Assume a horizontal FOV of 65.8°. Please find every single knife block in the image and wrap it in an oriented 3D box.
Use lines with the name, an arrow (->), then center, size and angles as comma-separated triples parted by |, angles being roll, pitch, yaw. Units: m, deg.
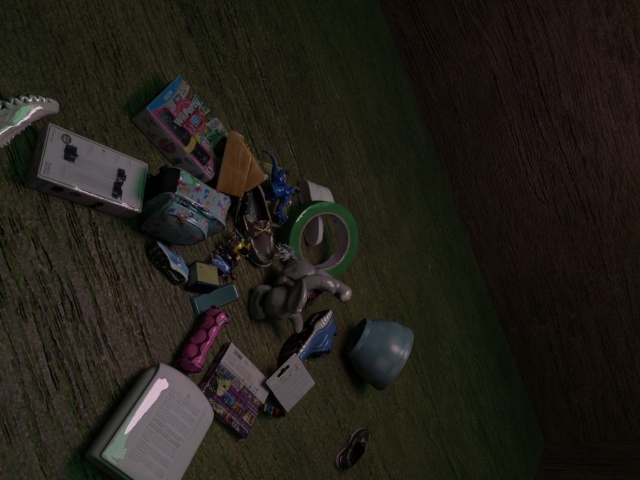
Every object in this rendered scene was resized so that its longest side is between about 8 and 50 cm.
knife block -> -0.316, -0.206, 1.705 | 0.275, 0.242, 0.088 | 59, 3, -7

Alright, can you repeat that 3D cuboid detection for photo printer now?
photo printer -> -0.438, 0.507, 1.336 | 0.256, 0.107, 0.307 | 52, 41, -24

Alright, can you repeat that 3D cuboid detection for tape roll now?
tape roll -> 0.000, 0.000, 1.988 | 0.322, 0.077, 0.320 | -6, 102, -31

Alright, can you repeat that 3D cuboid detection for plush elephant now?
plush elephant -> -0.094, 0.203, 1.769 | 0.330, 0.272, 0.255 | 49, 53, -30

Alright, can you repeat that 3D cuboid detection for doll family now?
doll family -> -0.299, 0.054, 1.708 | 0.193, 0.076, 0.111 | -49, 114, -18

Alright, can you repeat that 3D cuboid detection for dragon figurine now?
dragon figurine -> -0.173, -0.204, 1.891 | 0.144, 0.085, 0.289 | -34, 103, -32

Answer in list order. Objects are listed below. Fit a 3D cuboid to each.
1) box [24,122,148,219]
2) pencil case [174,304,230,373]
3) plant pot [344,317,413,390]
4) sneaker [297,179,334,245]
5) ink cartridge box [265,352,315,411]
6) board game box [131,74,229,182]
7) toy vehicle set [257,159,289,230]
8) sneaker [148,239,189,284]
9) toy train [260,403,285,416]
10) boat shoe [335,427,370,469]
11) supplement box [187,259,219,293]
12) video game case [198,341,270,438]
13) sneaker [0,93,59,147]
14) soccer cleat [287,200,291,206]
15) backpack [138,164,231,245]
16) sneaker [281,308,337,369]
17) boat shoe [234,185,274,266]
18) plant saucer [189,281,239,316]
box -> -0.641, -0.183, 1.383 | 0.290, 0.087, 0.169 | 21, 60, -45
pencil case -> -0.358, 0.307, 1.522 | 0.095, 0.098, 0.209 | 63, 37, -39
plant pot -> 0.225, 0.447, 2.072 | 0.196, 0.293, 0.293 | 32, 47, -6
sneaker -> 0.004, -0.114, 2.134 | 0.169, 0.108, 0.292 | 9, 67, -46
ink cartridge box -> -0.112, 0.491, 1.725 | 0.145, 0.045, 0.179 | -42, 123, -22
board game box -> -0.453, -0.370, 1.686 | 0.303, 0.098, 0.224 | 49, 42, -27
toy vehicle set -> -0.200, -0.177, 1.966 | 0.166, 0.035, 0.266 | 11, 67, -49
sneaker -> -0.468, 0.062, 1.535 | 0.162, 0.064, 0.073 | 57, 22, -25
toy train -> -0.158, 0.578, 1.673 | 0.158, 0.036, 0.027 | 50, 49, -56
boat shoe -> 0.146, 0.824, 1.959 | 0.228, 0.069, 0.081 | -29, 98, -52
supplement box -> -0.380, 0.118, 1.594 | 0.083, 0.056, 0.083 | 20, 48, -46
video game case -> -0.275, 0.483, 1.599 | 0.232, 0.042, 0.210 | 52, 41, -24
sneaker -> -0.796, -0.291, 1.235 | 0.292, 0.110, 0.118 | -30, 107, -44
soccer cleat -> -0.146, -0.165, 1.974 | 0.083, 0.029, 0.035 | 36, 46, -44
backpack -> -0.410, -0.091, 1.517 | 0.254, 0.225, 0.190 | 23, 60, -42
sneaker -> -0.022, 0.396, 1.879 | 0.330, 0.130, 0.147 | -38, 103, -51
boat shoe -> -0.233, -0.064, 1.803 | 0.117, 0.097, 0.324 | -10, 82, -27
plant saucer -> -0.348, 0.193, 1.649 | 0.192, 0.018, 0.067 | -19, 91, -53
